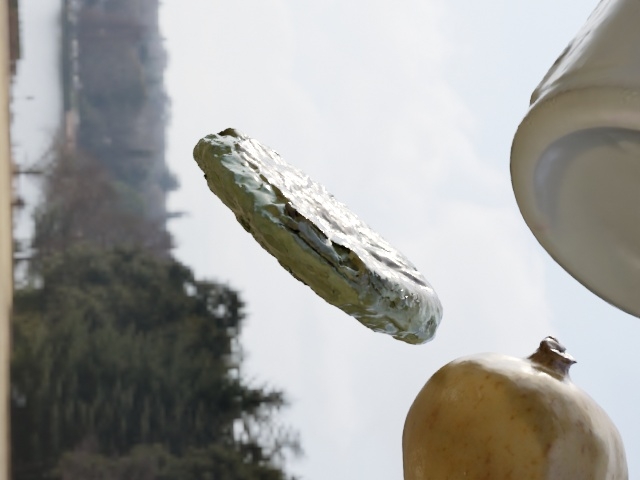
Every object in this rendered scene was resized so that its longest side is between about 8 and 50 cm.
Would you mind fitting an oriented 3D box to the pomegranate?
[{"bbox_3d":[0.156,0.168,0.991,0.196,0.196,0.196,179,-90,-80],"label":"pomegranate"}]

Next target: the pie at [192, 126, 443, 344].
[{"bbox_3d":[0.000,0.000,1.228,0.071,0.306,0.306,-53,-161,10],"label":"pie"}]

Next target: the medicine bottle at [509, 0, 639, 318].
[{"bbox_3d":[0.296,-0.133,0.820,0.371,0.211,0.211,-52,169,-29],"label":"medicine bottle"}]
